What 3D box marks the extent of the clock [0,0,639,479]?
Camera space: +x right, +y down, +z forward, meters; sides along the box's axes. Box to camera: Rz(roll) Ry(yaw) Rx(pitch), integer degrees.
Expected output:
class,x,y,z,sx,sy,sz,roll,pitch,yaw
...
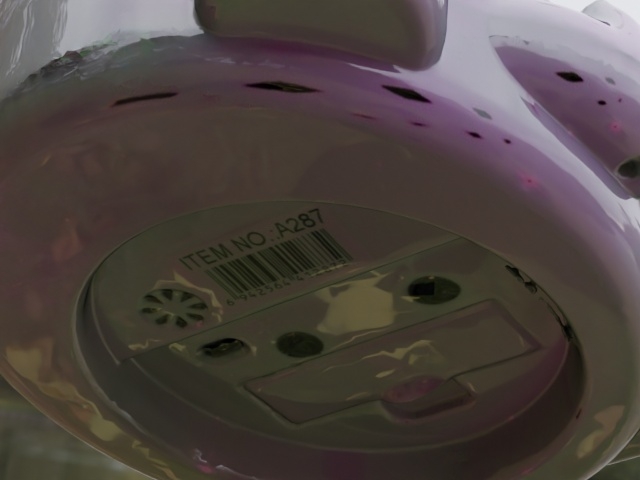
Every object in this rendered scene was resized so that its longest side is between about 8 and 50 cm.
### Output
class,x,y,z,sx,sy,sz,roll,pitch,yaw
clock,0.000,0.000,0.482,0.228,0.090,0.248,-21,-43,28
